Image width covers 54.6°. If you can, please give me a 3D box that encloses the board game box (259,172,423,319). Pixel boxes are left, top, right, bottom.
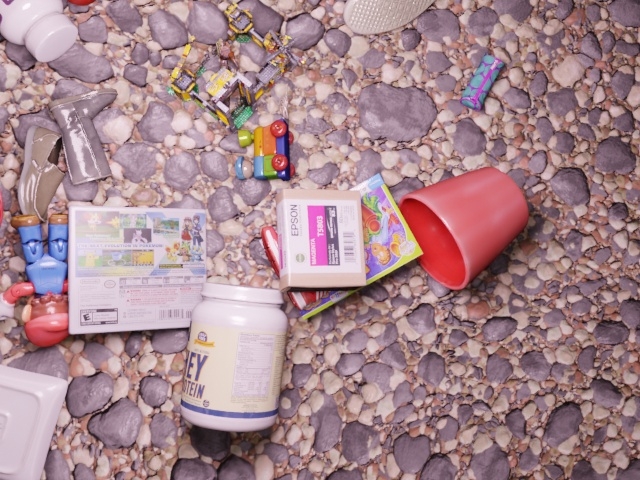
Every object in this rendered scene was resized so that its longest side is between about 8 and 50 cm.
[{"bbox_3d":[0.052,0.015,1.591,0.347,0.078,0.233,-30,92,1],"label":"board game box"}]

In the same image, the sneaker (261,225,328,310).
[{"bbox_3d":[-0.051,0.048,1.526,0.128,0.087,0.221,-26,95,-13],"label":"sneaker"}]

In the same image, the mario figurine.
[{"bbox_3d":[-0.670,0.096,1.498,0.198,0.170,0.321,1,95,5],"label":"mario figurine"}]

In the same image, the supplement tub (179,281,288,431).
[{"bbox_3d":[-0.203,0.271,1.492,0.235,0.235,0.325,7,86,-7],"label":"supplement tub"}]

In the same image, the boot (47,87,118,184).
[{"bbox_3d":[-0.563,-0.260,1.550,0.189,0.076,0.209,-25,97,-26],"label":"boot"}]

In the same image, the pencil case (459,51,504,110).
[{"bbox_3d":[0.440,-0.431,1.693,0.064,0.070,0.152,29,85,-5],"label":"pencil case"}]

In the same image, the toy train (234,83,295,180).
[{"bbox_3d":[-0.148,-0.276,1.605,0.143,0.105,0.248,-4,83,9],"label":"toy train"}]

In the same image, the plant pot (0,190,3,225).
[{"bbox_3d":[-0.868,-0.093,1.446,0.174,0.191,0.191,-8,88,-5],"label":"plant pot"}]

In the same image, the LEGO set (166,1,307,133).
[{"bbox_3d":[-0.219,-0.440,1.532,0.331,0.192,0.255,-41,84,-7],"label":"LEGO set"}]

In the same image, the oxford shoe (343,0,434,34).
[{"bbox_3d":[0.246,-0.710,1.661,0.449,0.169,0.130,-36,51,0],"label":"oxford shoe"}]

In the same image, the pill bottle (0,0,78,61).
[{"bbox_3d":[-0.737,-0.585,1.498,0.169,0.169,0.301,-42,93,-7],"label":"pill bottle"}]

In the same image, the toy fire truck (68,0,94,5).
[{"bbox_3d":[-0.556,-0.751,1.550,0.254,0.169,0.302,-31,92,-32],"label":"toy fire truck"}]

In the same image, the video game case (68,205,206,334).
[{"bbox_3d":[-0.440,0.069,1.517,0.329,0.036,0.300,0,87,-28],"label":"video game case"}]

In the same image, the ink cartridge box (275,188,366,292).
[{"bbox_3d":[0.000,0.000,1.461,0.193,0.088,0.235,0,78,-17],"label":"ink cartridge box"}]

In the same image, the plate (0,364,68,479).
[{"bbox_3d":[-0.791,0.444,1.503,0.277,0.045,0.278,16,86,-7],"label":"plate"}]

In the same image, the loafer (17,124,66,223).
[{"bbox_3d":[-0.677,-0.159,1.521,0.087,0.094,0.251,2,87,-3],"label":"loafer"}]

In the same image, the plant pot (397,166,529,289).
[{"bbox_3d":[0.373,-0.051,1.583,0.243,0.275,0.275,-30,91,-15],"label":"plant pot"}]
